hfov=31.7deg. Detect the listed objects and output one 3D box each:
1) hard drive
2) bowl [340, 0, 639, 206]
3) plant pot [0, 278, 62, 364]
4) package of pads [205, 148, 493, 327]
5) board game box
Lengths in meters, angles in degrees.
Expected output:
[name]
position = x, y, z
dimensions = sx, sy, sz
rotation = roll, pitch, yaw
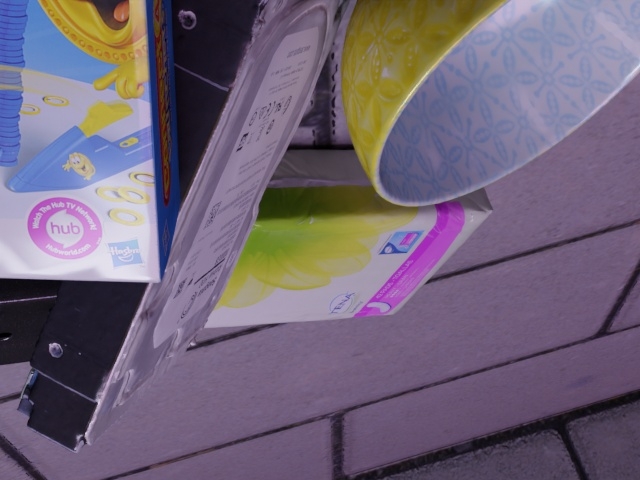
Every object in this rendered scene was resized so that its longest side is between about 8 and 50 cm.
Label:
[hard drive]
position = -0.087, -0.039, 0.796
dimensions = 0.338, 0.064, 0.237
rotation = -64, 174, 19
[bowl]
position = 0.119, -0.173, 0.829
dimensions = 0.289, 0.156, 0.289
rotation = -29, 158, -13
[plant pot]
position = -0.248, 0.004, 0.970
dimensions = 0.188, 0.167, 0.187
rotation = -5, 152, -24
[package of pads]
position = 0.000, 0.000, 1.208
dimensions = 0.297, 0.101, 0.229
rotation = -2, 150, -30
[board game box]
position = -0.229, -0.128, 0.548
dimensions = 0.308, 0.086, 0.301
rotation = 1, 125, -1
